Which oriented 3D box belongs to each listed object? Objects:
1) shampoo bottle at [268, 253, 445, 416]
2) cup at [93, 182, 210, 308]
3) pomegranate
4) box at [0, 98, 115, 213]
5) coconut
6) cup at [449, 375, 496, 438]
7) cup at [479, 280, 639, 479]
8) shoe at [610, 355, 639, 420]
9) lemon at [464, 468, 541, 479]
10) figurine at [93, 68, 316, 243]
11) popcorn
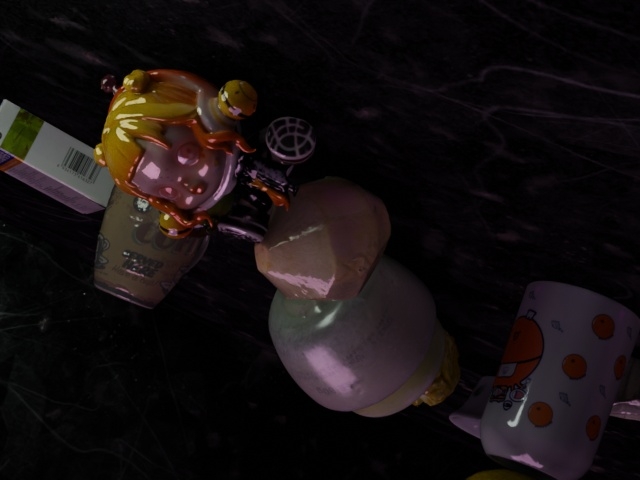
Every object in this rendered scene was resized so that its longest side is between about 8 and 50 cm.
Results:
[{"bbox_3d":[0.069,0.176,2.064,0.322,0.322,0.317,5,150,50],"label":"shampoo bottle"},{"bbox_3d":[-0.353,0.011,2.225,0.227,0.257,0.301,23,178,28],"label":"cup"},{"bbox_3d":[-0.262,-0.088,1.987,0.220,0.156,0.156,19,165,32],"label":"pomegranate"},{"bbox_3d":[-0.595,-0.175,2.259,0.299,0.106,0.200,31,163,-23],"label":"box"},{"bbox_3d":[0.000,0.000,1.721,0.237,0.197,0.237,-5,-168,1],"label":"coconut"},{"bbox_3d":[0.516,0.441,2.639,0.347,0.163,0.347,21,165,6],"label":"cup"},{"bbox_3d":[0.417,0.259,1.838,0.212,0.317,0.212,21,165,6],"label":"cup"},{"bbox_3d":[0.652,0.309,2.024,0.210,0.132,0.342,34,159,-27],"label":"shoe"},{"bbox_3d":[0.335,0.535,1.813,0.310,0.253,0.253,23,165,6],"label":"lemon"},{"bbox_3d":[-0.192,-0.143,1.587,0.323,0.196,0.320,20,130,-17],"label":"figurine"},{"bbox_3d":[0.236,0.287,2.440,0.184,0.204,0.221,0,144,8],"label":"popcorn"}]
